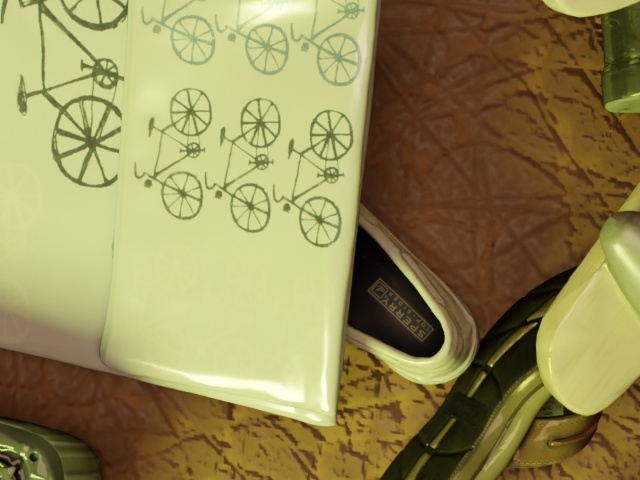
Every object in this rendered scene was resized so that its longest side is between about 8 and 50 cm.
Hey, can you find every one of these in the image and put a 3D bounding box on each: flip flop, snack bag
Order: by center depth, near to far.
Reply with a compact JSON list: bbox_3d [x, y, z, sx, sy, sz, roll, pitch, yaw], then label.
[{"bbox_3d":[-0.128,-0.061,1.131,0.343,0.037,0.323,11,104,21],"label":"snack bag"},{"bbox_3d":[0.137,0.122,1.135,0.080,0.112,0.277,39,88,-17],"label":"flip flop"}]

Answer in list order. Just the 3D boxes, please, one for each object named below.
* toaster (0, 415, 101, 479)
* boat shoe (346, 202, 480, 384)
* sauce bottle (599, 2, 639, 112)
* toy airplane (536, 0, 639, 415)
[{"bbox_3d":[-0.241,0.177,1.145,0.227,0.146,0.129,6,86,8],"label":"toaster"},{"bbox_3d":[0.000,0.000,1.155,0.258,0.084,0.095,34,89,16],"label":"boat shoe"},{"bbox_3d":[0.215,-0.261,1.151,0.111,0.111,0.344,-5,85,6],"label":"sauce bottle"},{"bbox_3d":[0.309,-0.095,0.960,0.384,0.272,0.386,-13,127,-30],"label":"toy airplane"}]
